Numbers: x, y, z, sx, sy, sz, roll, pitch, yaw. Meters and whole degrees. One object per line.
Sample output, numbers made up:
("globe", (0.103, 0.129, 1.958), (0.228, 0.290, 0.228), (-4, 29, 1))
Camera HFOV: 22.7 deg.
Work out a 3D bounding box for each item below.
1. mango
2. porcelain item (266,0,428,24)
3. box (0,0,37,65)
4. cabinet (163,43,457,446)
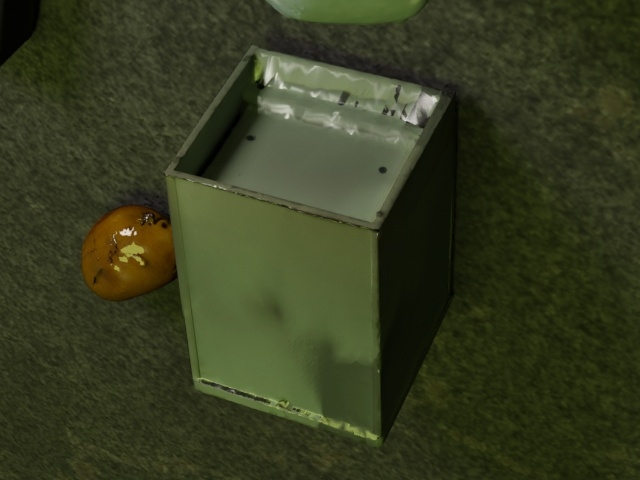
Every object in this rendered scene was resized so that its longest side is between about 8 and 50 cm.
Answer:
("mango", (-0.152, 0.014, 1.267), (0.077, 0.063, 0.127), (37, 144, -15))
("porcelain item", (0.051, -0.237, 0.657), (0.178, 0.243, 0.405), (21, 163, -4))
("box", (-0.277, -0.277, 1.054), (0.211, 0.058, 0.350), (29, 143, 7))
("cabinet", (0.000, 0.000, 1.062), (0.145, 0.150, 0.206), (16, 139, 17))
